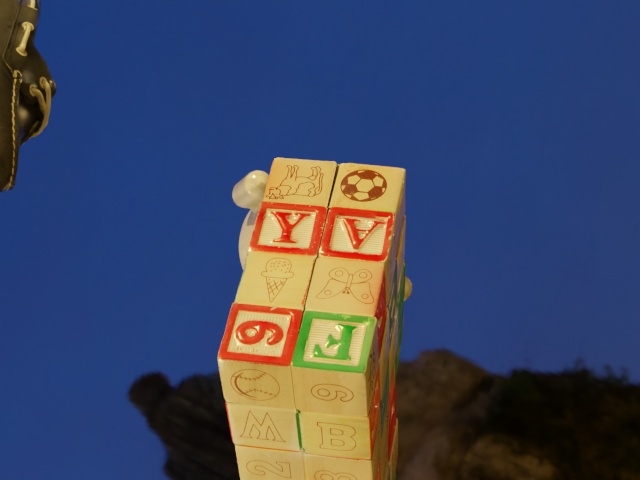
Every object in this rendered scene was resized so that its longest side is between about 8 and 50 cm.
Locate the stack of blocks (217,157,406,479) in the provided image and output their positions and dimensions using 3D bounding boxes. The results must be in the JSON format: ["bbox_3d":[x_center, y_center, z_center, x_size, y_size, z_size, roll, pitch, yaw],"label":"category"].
[{"bbox_3d":[0.005,0.111,0.905,0.297,0.087,0.171,86,-168,-46],"label":"stack of blocks"}]

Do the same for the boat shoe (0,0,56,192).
[{"bbox_3d":[-0.291,-0.149,1.239,0.091,0.302,0.114,6,-47,-22],"label":"boat shoe"}]

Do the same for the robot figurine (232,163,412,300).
[{"bbox_3d":[0.000,0.000,1.981,0.200,0.300,0.353,-60,11,-16],"label":"robot figurine"}]
